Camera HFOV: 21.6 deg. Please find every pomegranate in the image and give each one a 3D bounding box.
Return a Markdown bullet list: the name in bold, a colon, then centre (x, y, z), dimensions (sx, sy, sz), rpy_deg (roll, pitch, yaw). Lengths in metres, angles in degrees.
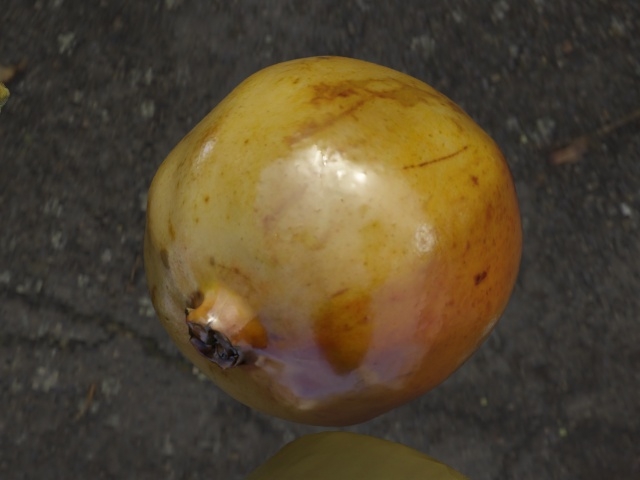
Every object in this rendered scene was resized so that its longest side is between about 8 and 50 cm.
- **pomegranate**: centre (0.000, 0.000, 1.139), dimensions (0.264, 0.264, 0.264), rpy_deg (0, 116, -1)

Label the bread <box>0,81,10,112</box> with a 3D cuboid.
- **bread**: centre (-0.373, -0.082, 1.200), dimensions (0.252, 0.196, 0.238), rpy_deg (29, 75, -30)

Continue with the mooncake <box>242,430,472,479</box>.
- **mooncake**: centre (0.027, 0.252, 0.910), dimensions (0.155, 0.284, 0.284), rpy_deg (-35, 120, -33)
